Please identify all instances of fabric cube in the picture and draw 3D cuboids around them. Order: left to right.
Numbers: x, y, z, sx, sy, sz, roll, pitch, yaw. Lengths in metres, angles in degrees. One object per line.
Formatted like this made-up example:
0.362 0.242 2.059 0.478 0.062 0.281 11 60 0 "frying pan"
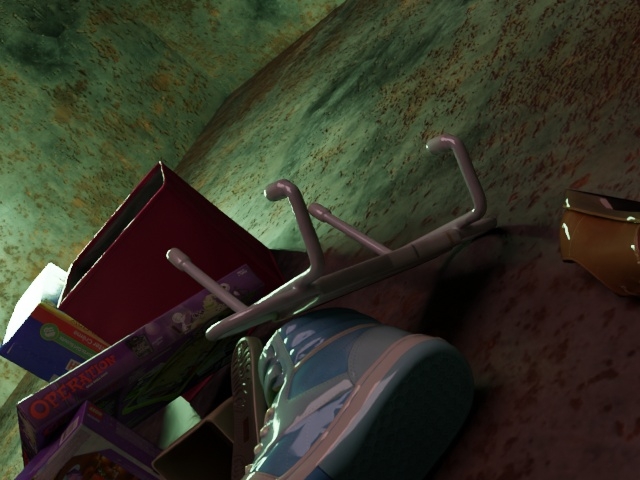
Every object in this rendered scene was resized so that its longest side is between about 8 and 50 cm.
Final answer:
-0.243 0.056 1.369 0.254 0.258 0.259 -50 18 3 "fabric cube"

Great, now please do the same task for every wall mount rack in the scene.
0.000 0.000 0.869 0.350 0.131 0.304 -18 -6 -32 "wall mount rack"

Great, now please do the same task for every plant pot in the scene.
-0.104 0.239 0.940 0.109 0.109 0.096 -40 7 27 "plant pot"

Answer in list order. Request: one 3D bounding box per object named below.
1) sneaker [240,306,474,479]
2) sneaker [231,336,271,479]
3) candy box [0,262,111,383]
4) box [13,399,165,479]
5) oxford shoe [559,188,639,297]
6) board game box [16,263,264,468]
-0.025 0.194 0.751 0.319 0.127 0.208 -44 31 -13 "sneaker"
-0.025 0.210 0.858 0.083 0.118 0.222 -40 48 55 "sneaker"
-0.440 0.189 1.548 0.122 0.268 0.317 -53 19 1 "candy box"
-0.292 0.356 0.980 0.293 0.201 0.057 -46 20 9 "box"
0.257 0.013 0.621 0.212 0.076 0.076 -148 68 -69 "oxford shoe"
-0.233 0.180 1.094 0.347 0.056 0.208 -32 -17 -34 "board game box"
